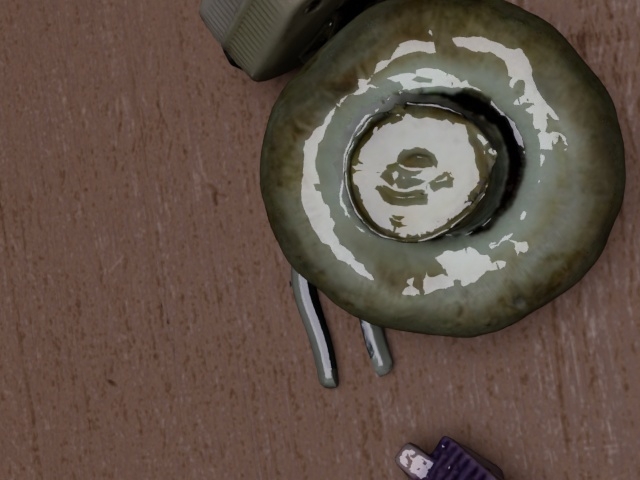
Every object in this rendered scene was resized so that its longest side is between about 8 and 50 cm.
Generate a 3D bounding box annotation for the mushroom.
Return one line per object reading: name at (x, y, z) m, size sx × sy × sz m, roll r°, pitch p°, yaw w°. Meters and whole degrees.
mushroom at (0.114, -0.073, 1.009) m, size 0.352 × 0.260 × 0.352 m, roll 1°, pitch 93°, yaw 10°

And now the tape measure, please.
tape measure at (0.014, -0.277, 1.092) m, size 0.271 × 0.231 × 0.133 m, roll -40°, pitch 88°, yaw -27°

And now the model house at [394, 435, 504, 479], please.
model house at (0.120, 0.337, 1.023) m, size 0.237 × 0.202 × 0.237 m, roll 34°, pitch 96°, yaw 14°

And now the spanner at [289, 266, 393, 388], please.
spanner at (0.000, 0.000, 1.160) m, size 0.095 × 0.040 × 0.325 m, roll -16°, pitch 84°, yaw 14°
